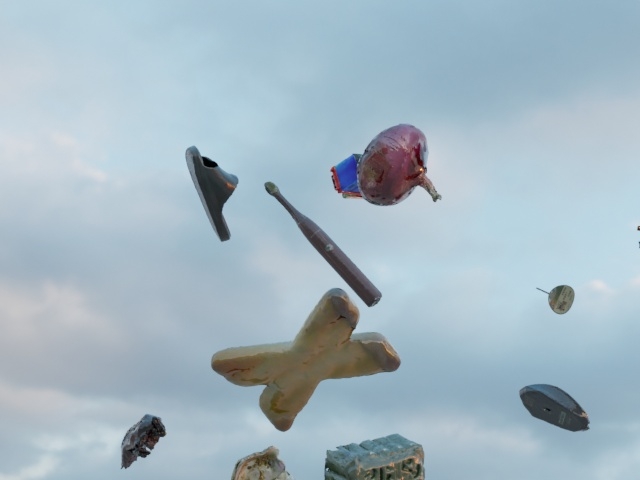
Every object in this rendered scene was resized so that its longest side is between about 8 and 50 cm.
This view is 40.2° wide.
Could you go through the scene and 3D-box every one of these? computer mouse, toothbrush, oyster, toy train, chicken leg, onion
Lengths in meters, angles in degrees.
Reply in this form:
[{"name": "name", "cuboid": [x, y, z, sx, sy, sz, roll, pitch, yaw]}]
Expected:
[{"name": "computer mouse", "cuboid": [0.529, 0.370, 1.959, 0.172, 0.057, 0.099, 26, -42, 24]}, {"name": "toothbrush", "cuboid": [0.000, 0.000, 1.818, 0.364, 0.041, 0.041, 48, -19, 22]}, {"name": "oyster", "cuboid": [-0.091, 0.304, 1.138, 0.051, 0.093, 0.034, 65, -12, -9]}, {"name": "toy train", "cuboid": [0.127, -0.165, 2.364, 0.204, 0.082, 0.131, 4, -28, -44]}, {"name": "chicken leg", "cuboid": [-0.403, 0.446, 1.955, 0.063, 0.105, 0.234, 35, -35, -9]}, {"name": "onion", "cuboid": [0.144, -0.108, 1.448, 0.140, 0.150, 0.150, 40, -15, 30]}]

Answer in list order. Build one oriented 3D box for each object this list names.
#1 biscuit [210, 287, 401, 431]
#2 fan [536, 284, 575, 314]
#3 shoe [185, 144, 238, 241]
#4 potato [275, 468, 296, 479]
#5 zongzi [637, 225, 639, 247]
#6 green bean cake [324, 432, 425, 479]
[{"name": "biscuit", "cuboid": [-0.017, 0.157, 1.149, 0.208, 0.047, 0.164, -30, -60, 16]}, {"name": "fan", "cuboid": [0.473, 0.120, 1.754, 0.080, 0.060, 0.003, -5, 2, -6]}, {"name": "shoe", "cuboid": [-0.227, -0.115, 1.957, 0.093, 0.108, 0.241, -23, -59, -11]}, {"name": "potato", "cuboid": [-0.102, 0.504, 1.645, 0.128, 0.161, 0.234, 41, -57, 21]}, {"name": "zongzi", "cuboid": [0.771, -0.148, 1.714, 0.418, 0.447, 0.181, -21, -69, 11]}, {"name": "green bean cake", "cuboid": [0.102, 0.447, 1.560, 0.181, 0.173, 0.094, -1, 5, -31]}]
